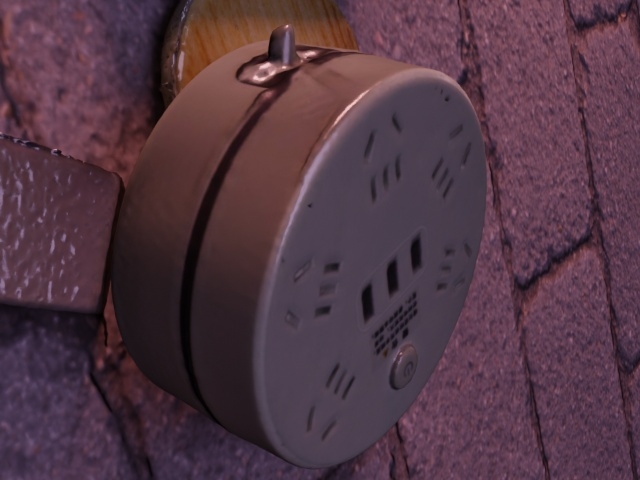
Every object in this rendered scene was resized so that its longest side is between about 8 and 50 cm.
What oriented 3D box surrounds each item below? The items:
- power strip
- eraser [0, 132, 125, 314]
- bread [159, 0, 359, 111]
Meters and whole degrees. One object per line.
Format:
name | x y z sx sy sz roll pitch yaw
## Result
power strip | 0.000 0.000 0.647 0.357 0.161 0.358 -30 129 -44
eraser | -0.263 -0.023 0.492 0.352 0.077 0.112 16 81 -47
bread | -0.049 -0.149 0.753 0.266 0.040 0.267 1 89 -47
